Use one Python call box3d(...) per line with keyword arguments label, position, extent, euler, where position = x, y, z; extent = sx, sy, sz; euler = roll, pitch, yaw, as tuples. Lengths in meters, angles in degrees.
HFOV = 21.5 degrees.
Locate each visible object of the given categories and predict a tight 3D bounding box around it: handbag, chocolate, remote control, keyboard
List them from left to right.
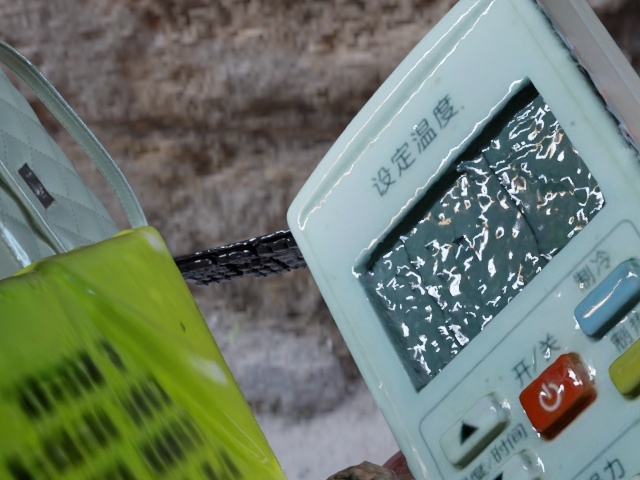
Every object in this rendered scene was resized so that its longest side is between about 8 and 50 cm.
box3d(label="chocolate", position=(-0.171, 0.145, 0.567), extent=(0.137, 0.301, 0.289), euler=(50, 16, 4))
box3d(label="handbag", position=(-0.211, -0.043, 1.226), extent=(0.079, 0.256, 0.219), euler=(-29, 14, 27))
box3d(label="keyboard", position=(0.000, 0.001, 1.187), extent=(0.231, 0.072, 0.023), euler=(-14, 78, 25))
box3d(label="remote control", position=(0.101, 0.073, 0.535), extent=(0.050, 0.145, 0.344), euler=(10, 41, -43))

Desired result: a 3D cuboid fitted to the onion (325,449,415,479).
box3d(label="onion", position=(0.094, 0.236, 0.995), extent=(0.347, 0.385, 0.348), euler=(-23, 42, 23))
